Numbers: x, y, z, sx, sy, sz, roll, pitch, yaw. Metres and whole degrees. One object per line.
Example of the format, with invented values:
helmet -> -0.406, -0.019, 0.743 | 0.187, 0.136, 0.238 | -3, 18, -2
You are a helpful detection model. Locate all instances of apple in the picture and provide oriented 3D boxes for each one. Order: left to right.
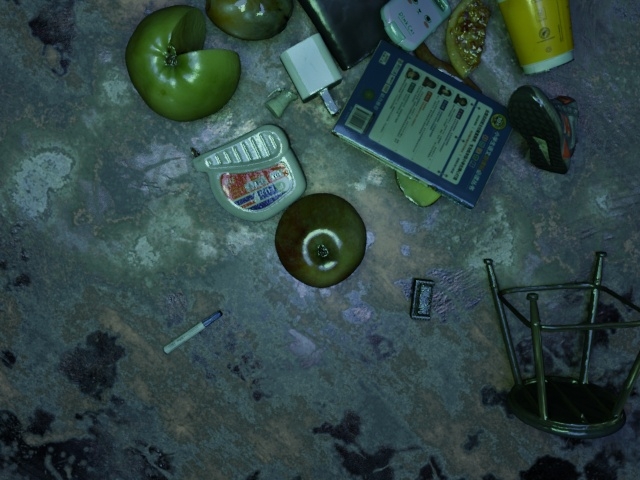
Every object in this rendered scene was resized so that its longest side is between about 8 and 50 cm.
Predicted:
apple -> -0.352, -0.453, 1.461 | 0.291, 0.254, 0.292 | 1, 100, 4
apple -> 0.000, 0.000, 1.538 | 0.256, 0.234, 0.257 | 0, 98, 2

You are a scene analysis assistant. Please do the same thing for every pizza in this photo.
pizza -> 0.400, -0.561, 1.533 | 0.127, 0.058, 0.247 | 21, 84, 3

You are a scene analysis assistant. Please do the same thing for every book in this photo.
book -> 0.281, -0.308, 1.503 | 0.427, 0.039, 0.300 | 29, 81, -2

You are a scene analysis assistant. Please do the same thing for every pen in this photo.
pen -> -0.376, 0.268, 1.671 | 0.204, 0.025, 0.025 | -35, 97, 3

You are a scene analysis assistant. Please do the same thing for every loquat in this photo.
loquat -> -0.183, -0.613, 1.479 | 0.227, 0.179, 0.179 | 1, 98, -15

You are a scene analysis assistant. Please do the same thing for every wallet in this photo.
wallet -> 0.042, -0.674, 1.482 | 0.228, 0.062, 0.406 | -37, 113, 3

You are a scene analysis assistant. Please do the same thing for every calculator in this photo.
calculator -> 0.255, -0.607, 1.505 | 0.246, 0.045, 0.141 | -47, 108, -24

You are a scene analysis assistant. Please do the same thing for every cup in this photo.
cup -> 0.571, -0.593, 1.498 | 0.196, 0.196, 0.280 | -21, 106, 2

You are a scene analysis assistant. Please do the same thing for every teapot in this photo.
teapot -> -0.110, -0.388, 1.574 | 0.083, 0.057, 0.067 | -42, 99, -3

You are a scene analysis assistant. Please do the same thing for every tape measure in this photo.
tape measure -> -0.185, -0.186, 1.564 | 0.258, 0.130, 0.265 | -24, 103, 5

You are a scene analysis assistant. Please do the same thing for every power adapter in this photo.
power adapter -> -0.008, -0.428, 1.531 | 0.125, 0.130, 0.205 | -29, 98, 3

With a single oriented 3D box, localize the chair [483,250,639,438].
chair -> 0.669, 0.278, 1.531 | 0.361, 0.365, 0.410 | -4, 102, -1

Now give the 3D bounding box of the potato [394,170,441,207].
potato -> 0.307, -0.213, 1.568 | 0.160, 0.111, 0.272 | 40, 82, 2

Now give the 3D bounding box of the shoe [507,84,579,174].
shoe -> 0.615, -0.327, 1.502 | 0.171, 0.132, 0.336 | -58, 136, -9

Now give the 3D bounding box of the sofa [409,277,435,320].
sofa -> 0.298, 0.172, 1.661 | 0.060, 0.039, 0.118 | 6, 98, -2

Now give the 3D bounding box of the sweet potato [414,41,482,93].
sweet potato -> 0.340, -0.469, 1.569 | 0.255, 0.058, 0.078 | 39, 79, -3
